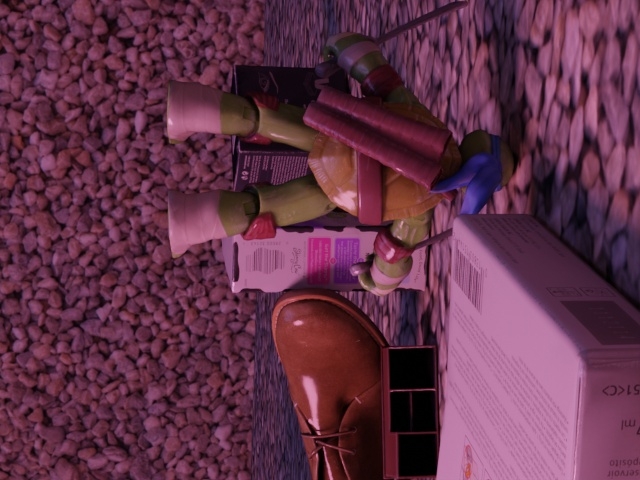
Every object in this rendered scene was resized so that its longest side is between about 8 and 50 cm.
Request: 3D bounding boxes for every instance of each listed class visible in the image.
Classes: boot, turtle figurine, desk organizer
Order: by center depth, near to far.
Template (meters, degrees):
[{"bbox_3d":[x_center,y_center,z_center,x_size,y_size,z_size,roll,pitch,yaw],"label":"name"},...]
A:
[{"bbox_3d":[0.010,-0.061,1.089,0.275,0.266,0.198,-97,9,-58],"label":"turtle figurine"},{"bbox_3d":[0.088,0.166,1.295,0.050,0.047,0.130,143,127,-77],"label":"desk organizer"},{"bbox_3d":[0.020,0.180,1.350,0.115,0.112,0.305,-76,-24,-48],"label":"boot"}]

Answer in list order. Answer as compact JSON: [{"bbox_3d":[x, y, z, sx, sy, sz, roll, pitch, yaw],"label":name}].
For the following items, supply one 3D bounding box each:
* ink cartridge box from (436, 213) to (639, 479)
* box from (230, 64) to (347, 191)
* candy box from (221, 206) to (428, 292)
[{"bbox_3d":[0.139,0.143,0.862,0.296,0.066,0.261,-115,26,-72],"label":"ink cartridge box"},{"bbox_3d":[-0.041,-0.150,1.809,0.093,0.158,0.156,102,166,-53],"label":"box"},{"bbox_3d":[0.000,0.000,1.378,0.165,0.196,0.070,-119,29,-74],"label":"candy box"}]
